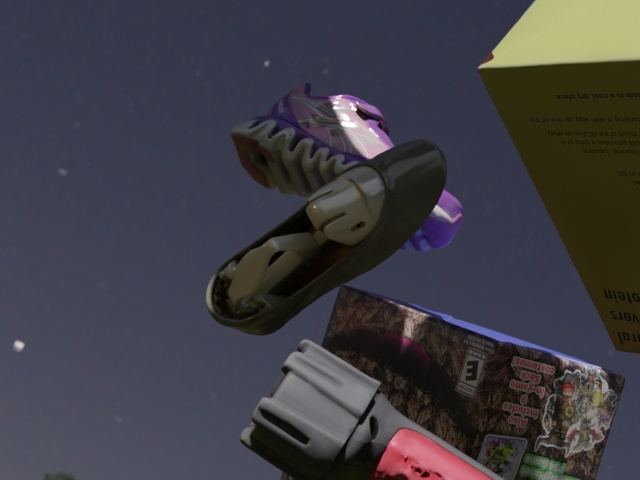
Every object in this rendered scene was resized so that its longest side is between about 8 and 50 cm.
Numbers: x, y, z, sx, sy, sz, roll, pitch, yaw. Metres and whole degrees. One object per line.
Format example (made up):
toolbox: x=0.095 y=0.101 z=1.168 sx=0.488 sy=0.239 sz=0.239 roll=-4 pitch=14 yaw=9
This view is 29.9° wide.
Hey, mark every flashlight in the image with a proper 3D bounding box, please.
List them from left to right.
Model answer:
flashlight: x=0.095 y=0.175 z=0.732 sx=0.304 sy=0.103 sz=0.103 roll=32 pitch=-36 yaw=3

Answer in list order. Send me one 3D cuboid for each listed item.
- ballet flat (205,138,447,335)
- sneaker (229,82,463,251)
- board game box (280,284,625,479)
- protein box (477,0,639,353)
ballet flat: x=0.000 y=0.000 z=0.870 sx=0.213 sy=0.072 sz=0.068 roll=-40 pitch=-30 yaw=24
sneaker: x=0.034 y=-0.076 z=1.067 sx=0.236 sy=0.104 sz=0.095 roll=27 pitch=-26 yaw=30
board game box: x=0.088 y=0.210 z=1.008 sx=0.141 sy=0.291 sz=0.232 roll=17 pitch=-1 yaw=-33
protein box: x=0.225 y=-0.049 z=0.592 sx=0.199 sy=0.136 sz=0.201 roll=5 pitch=-44 yaw=48
